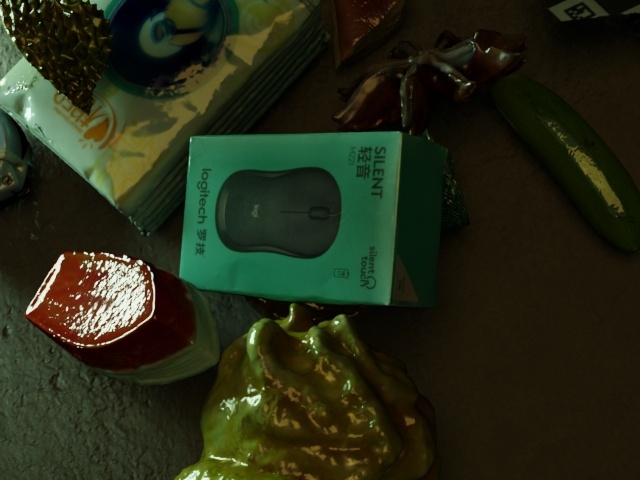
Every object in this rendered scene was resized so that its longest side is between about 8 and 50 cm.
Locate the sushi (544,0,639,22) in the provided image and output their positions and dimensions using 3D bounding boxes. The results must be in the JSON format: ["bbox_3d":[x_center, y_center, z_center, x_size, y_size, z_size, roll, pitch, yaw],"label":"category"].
[{"bbox_3d":[0.421,-0.387,1.318,0.292,0.059,0.294,-3,56,5],"label":"sushi"}]

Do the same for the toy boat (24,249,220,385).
[{"bbox_3d":[-0.230,0.103,1.200,0.332,0.133,0.145,8,65,51],"label":"toy boat"}]

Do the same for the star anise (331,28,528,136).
[{"bbox_3d":[0.144,-0.208,1.251,0.288,0.288,0.088,-22,111,2],"label":"star anise"}]

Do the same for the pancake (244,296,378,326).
[{"bbox_3d":[0.000,0.000,1.301,0.250,0.031,0.250,-4,75,13],"label":"pancake"}]

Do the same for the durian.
[{"bbox_3d":[-0.327,-0.270,1.225,0.108,0.119,0.187,-38,66,0],"label":"durian"}]

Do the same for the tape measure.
[{"bbox_3d":[-0.507,-0.114,1.381,0.182,0.107,0.181,-32,78,2],"label":"tape measure"}]

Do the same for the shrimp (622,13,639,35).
[{"bbox_3d":[0.552,-0.300,1.302,0.262,0.051,0.198,22,70,17],"label":"shrimp"}]

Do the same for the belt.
[{"bbox_3d":[0.142,-0.079,1.247,0.079,0.121,0.151,-29,102,1],"label":"belt"}]

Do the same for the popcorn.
[{"bbox_3d":[-0.025,0.238,1.081,0.325,0.290,0.321,-9,36,-28],"label":"popcorn"}]

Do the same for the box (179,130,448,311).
[{"bbox_3d":[-0.015,-0.026,1.185,0.311,0.118,0.205,3,89,29],"label":"box"}]

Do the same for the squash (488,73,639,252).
[{"bbox_3d":[0.326,-0.110,1.256,0.082,0.082,0.292,-34,71,-2],"label":"squash"}]

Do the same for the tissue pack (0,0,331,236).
[{"bbox_3d":[-0.213,-0.240,1.342,0.287,0.162,0.388,40,83,21],"label":"tissue pack"}]

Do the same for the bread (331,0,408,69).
[{"bbox_3d":[0.068,-0.337,1.373,0.119,0.067,0.192,-7,71,15],"label":"bread"}]
